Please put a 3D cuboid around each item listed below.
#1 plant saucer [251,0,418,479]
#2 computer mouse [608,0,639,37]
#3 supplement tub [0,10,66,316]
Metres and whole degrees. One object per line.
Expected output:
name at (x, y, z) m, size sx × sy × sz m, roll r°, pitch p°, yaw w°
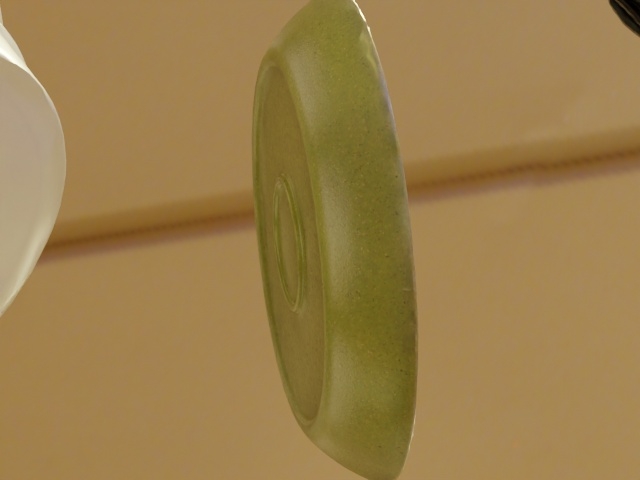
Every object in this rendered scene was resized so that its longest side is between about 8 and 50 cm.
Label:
plant saucer at (0.000, 0.000, 0.920) m, size 0.037 × 0.241 × 0.241 m, roll -6°, pitch -59°, yaw -11°
computer mouse at (0.168, -0.166, 0.824) m, size 0.106 × 0.042 × 0.193 m, roll 51°, pitch -45°, yaw 23°
supplement tub at (-0.252, -0.088, 0.653) m, size 0.316 × 0.228 × 0.228 m, roll 48°, pitch -50°, yaw 28°
